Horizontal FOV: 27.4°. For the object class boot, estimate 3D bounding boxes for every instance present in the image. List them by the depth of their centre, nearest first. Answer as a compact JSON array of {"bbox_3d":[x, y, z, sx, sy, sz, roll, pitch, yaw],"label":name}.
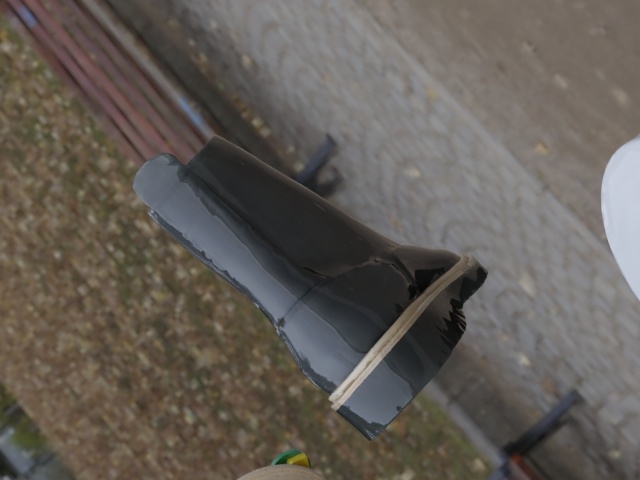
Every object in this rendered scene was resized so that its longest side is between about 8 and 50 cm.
[{"bbox_3d":[0.000,0.000,0.584,0.137,0.077,0.198,42,-173,1],"label":"boot"}]

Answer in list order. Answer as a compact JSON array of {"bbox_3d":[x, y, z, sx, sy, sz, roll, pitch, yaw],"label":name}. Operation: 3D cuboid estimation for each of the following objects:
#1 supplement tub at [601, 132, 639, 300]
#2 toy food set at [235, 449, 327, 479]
[{"bbox_3d":[0.352,-0.049,0.909,0.191,0.272,0.191,51,157,31],"label":"supplement tub"},{"bbox_3d":[-0.025,0.142,0.623,0.020,0.082,0.083,33,139,57],"label":"toy food set"}]
